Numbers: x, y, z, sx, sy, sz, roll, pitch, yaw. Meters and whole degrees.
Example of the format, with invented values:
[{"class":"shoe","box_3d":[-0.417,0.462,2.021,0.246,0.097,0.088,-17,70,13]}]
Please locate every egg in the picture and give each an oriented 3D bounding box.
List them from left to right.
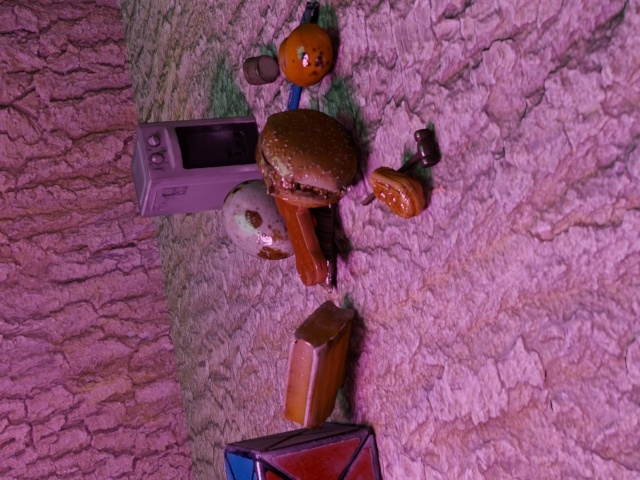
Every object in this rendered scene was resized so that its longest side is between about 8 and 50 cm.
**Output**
[{"class":"egg","box_3d":[-0.125,-0.042,1.878,0.231,0.169,0.169,44,138,41]}]

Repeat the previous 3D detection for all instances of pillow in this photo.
[{"class":"pillow","box_3d":[0.000,0.000,1.749,0.113,0.038,0.203,35,130,58]}]

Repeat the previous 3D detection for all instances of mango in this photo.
[{"class":"mango","box_3d":[-0.032,-0.358,1.641,0.178,0.090,0.115,172,89,-68]}]

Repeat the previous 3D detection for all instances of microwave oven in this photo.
[{"class":"microwave oven","box_3d":[-0.314,-0.194,2.123,0.237,0.295,0.181,126,132,-60]}]

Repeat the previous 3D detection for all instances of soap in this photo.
[{"class":"soap","box_3d":[-0.007,0.266,1.683,0.080,0.160,0.257,22,125,21]}]

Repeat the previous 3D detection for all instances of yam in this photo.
[{"class":"yam","box_3d":[-0.144,-0.392,1.941,0.146,0.070,0.069,-160,65,-65]}]

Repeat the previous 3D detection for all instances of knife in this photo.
[{"class":"knife","box_3d":[-0.043,-0.369,1.755,0.044,0.026,0.296,50,142,35]}]

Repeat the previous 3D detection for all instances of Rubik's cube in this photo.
[{"class":"Rubik's cube","box_3d":[-0.035,0.521,1.705,0.260,0.255,0.259,153,109,-68]}]

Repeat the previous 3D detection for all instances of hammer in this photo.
[{"class":"hammer","box_3d":[0.124,-0.109,1.427,0.292,0.029,0.058,139,123,-66]}]

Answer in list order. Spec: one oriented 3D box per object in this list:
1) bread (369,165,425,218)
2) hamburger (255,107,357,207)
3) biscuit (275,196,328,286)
[{"class":"bread","box_3d":[0.125,-0.078,1.365,0.111,0.044,0.083,32,155,49]},{"class":"hamburger","box_3d":[-0.023,-0.167,1.561,0.122,0.190,0.215,118,155,-45]},{"class":"biscuit","box_3d":[-0.046,-0.068,1.686,0.205,0.049,0.323,154,97,-76]}]
